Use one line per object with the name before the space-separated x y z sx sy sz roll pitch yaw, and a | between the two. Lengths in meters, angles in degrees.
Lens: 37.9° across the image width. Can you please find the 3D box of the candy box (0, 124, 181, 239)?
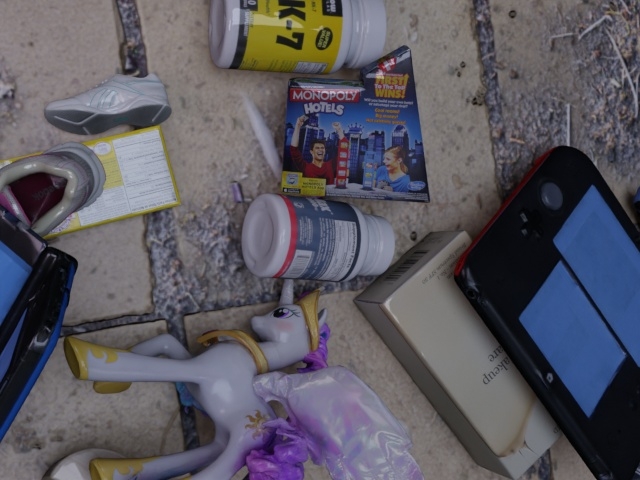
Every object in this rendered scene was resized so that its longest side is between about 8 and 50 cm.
candy box | -0.285 -0.069 1.149 0.206 0.027 0.105 -15 97 -18

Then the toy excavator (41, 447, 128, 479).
toy excavator | -0.426 0.433 1.007 0.445 0.222 0.433 12 68 -23

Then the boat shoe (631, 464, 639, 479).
boat shoe | 0.498 0.429 1.396 0.083 0.065 0.183 -37 95 -12

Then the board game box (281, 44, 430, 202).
board game box | 0.051 -0.152 1.182 0.194 0.060 0.194 4 106 -5

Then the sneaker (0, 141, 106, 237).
sneaker | -0.365 -0.030 1.052 0.252 0.111 0.103 -36 97 -4

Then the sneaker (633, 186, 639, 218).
sneaker | 0.542 0.019 1.397 0.232 0.081 0.090 42 70 -15

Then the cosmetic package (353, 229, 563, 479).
cosmetic package | 0.206 0.153 1.269 0.160 0.113 0.309 -41 101 -15

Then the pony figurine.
pony figurine | -0.080 0.215 1.094 0.363 0.303 0.351 -15 67 -34

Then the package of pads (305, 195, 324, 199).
package of pads | -0.007 -0.096 1.239 0.050 0.032 0.083 -21 97 -15

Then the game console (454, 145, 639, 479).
game console | 0.368 0.090 1.281 0.386 0.060 0.342 53 48 -11

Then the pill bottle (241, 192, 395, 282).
pill bottle | 0.000 0.000 1.196 0.180 0.108 0.108 5 88 -33

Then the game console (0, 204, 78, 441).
game console | -0.392 0.117 0.951 0.173 0.250 0.293 27 107 -18

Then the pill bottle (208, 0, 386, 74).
pill bottle | -0.030 -0.273 1.187 0.208 0.119 0.119 -1 90 -19

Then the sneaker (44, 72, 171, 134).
sneaker | -0.263 -0.170 1.149 0.152 0.053 0.061 -8 63 -11
